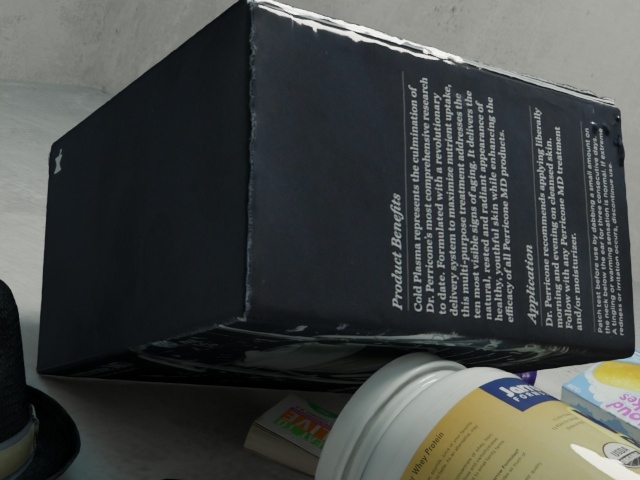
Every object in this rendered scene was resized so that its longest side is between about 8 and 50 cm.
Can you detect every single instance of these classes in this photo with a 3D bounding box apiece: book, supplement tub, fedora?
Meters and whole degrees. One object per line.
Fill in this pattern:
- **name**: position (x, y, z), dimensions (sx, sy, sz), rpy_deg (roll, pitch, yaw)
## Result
- **book**: position (-0.017, 0.223, 1.195), dimensions (0.096, 0.035, 0.144), rpy_deg (23, 12, 12)
- **supplement tub**: position (0.169, 0.243, 0.864), dimensions (0.316, 0.228, 0.228), rpy_deg (27, 15, 39)
- **fedora**: position (-0.350, 0.106, 0.885), dimensions (0.334, 0.153, 0.334), rpy_deg (8, 8, -1)

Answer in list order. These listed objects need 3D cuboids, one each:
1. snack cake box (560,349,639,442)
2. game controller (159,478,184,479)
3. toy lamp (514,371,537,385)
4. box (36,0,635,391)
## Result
- **snack cake box**: position (0.475, 0.259, 1.422), dimensions (0.152, 0.089, 0.264), rpy_deg (-23, 35, -33)
- **game controller**: position (-0.109, 0.270, 0.809), dimensions (0.166, 0.067, 0.319), rpy_deg (4, 9, 10)
- **toy lamp**: position (0.188, 0.179, 1.569), dimensions (0.274, 0.080, 0.080), rpy_deg (16, 11, -18)
- **box**: position (0.000, 0.000, 1.148), dimensions (0.471, 0.298, 0.480), rpy_deg (10, -17, -33)
